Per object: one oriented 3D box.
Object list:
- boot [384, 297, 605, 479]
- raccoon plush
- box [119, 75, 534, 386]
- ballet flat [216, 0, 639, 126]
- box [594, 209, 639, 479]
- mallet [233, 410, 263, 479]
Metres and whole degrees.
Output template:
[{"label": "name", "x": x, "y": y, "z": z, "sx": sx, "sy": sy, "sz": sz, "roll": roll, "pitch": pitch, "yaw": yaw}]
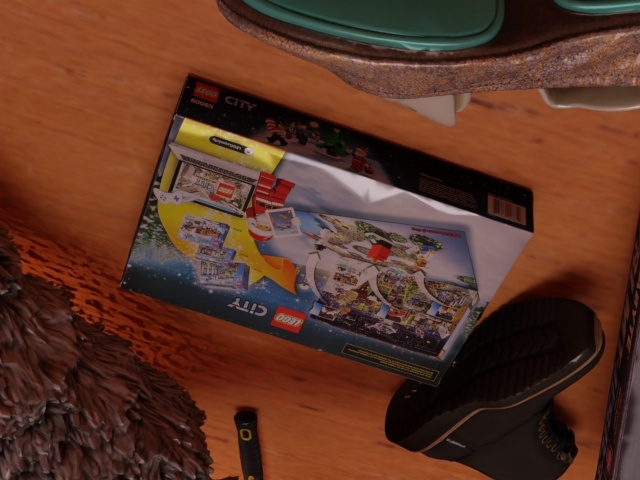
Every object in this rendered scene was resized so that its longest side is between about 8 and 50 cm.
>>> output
[{"label": "boot", "x": 0.159, "y": 0.117, "z": 0.883, "sx": 0.137, "sy": 0.076, "sz": 0.198, "roll": 29, "pitch": 143, "yaw": -23}, {"label": "raccoon plush", "x": -0.146, "y": 0.077, "z": 0.805, "sx": 0.447, "sy": 0.216, "sz": 0.299, "roll": 1, "pitch": 127, "yaw": 4}, {"label": "box", "x": 0.000, "y": 0.000, "z": 0.810, "sx": 0.233, "sy": 0.044, "sz": 0.159, "roll": 18, "pitch": 132, "yaw": -8}, {"label": "ballet flat", "x": 0.103, "y": -0.109, "z": 0.662, "sx": 0.316, "sy": 0.107, "sz": 0.106, "roll": 2, "pitch": 146, "yaw": 7}, {"label": "box", "x": 0.334, "y": 0.122, "z": 0.792, "sx": 0.293, "sy": 0.073, "sz": 0.295, "roll": 6, "pitch": 111, "yaw": 3}, {"label": "mallet", "x": -0.044, "y": 0.213, "z": 1.019, "sx": 0.062, "sy": 0.039, "sz": 0.189, "roll": 8, "pitch": 129, "yaw": 3}]
